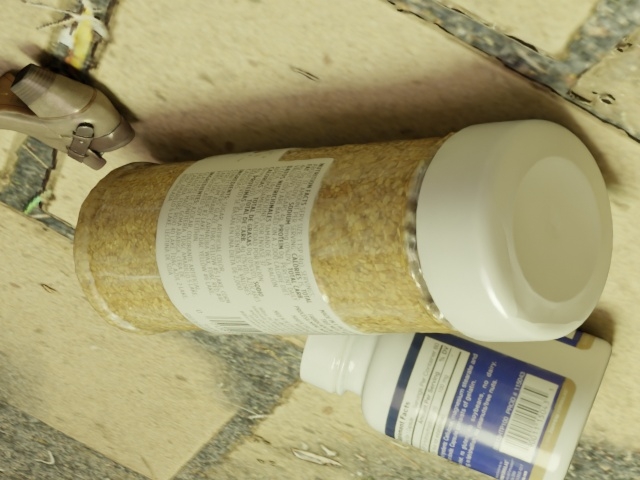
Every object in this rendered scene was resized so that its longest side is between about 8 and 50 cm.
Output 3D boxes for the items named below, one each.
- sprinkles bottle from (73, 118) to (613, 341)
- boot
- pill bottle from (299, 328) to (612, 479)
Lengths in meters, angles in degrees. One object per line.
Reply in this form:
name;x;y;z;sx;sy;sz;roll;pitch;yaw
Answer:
sprinkles bottle;0.000;0.000;1.022;0.355;0.121;0.121;-3;142;44
boot;-0.182;-0.077;1.134;0.087;0.042;0.118;36;152;-25
pill bottle;0.088;0.087;1.114;0.186;0.112;0.112;21;153;11
